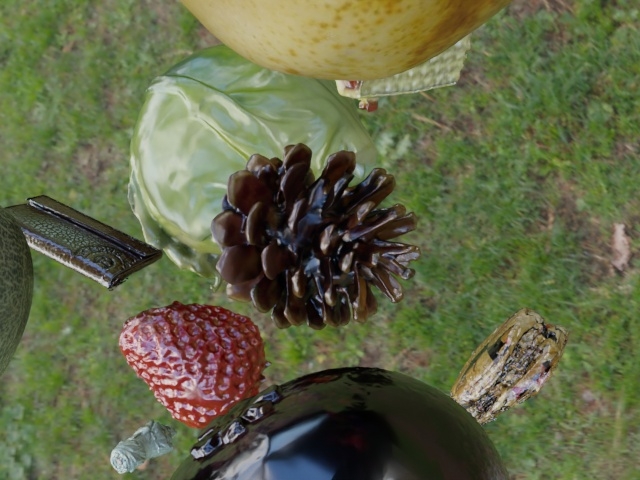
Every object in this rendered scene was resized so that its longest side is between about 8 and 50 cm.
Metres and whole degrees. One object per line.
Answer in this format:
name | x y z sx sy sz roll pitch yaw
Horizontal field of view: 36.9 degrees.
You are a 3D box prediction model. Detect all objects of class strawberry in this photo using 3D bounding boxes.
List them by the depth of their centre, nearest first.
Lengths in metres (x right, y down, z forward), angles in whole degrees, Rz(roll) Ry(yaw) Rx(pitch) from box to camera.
strawberry | -0.207 0.177 1.505 0.205 0.244 0.205 -27 46 32

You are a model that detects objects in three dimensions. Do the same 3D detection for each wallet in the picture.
wallet | -0.382 -0.006 1.504 0.243 0.133 0.039 25 118 19

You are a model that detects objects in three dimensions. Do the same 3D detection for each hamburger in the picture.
hamburger | 0.312 0.208 1.608 0.107 0.231 0.231 40 105 1

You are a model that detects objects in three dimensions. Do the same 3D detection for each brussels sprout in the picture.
brussels sprout | -0.149 -0.158 1.665 0.425 0.342 0.361 -37 90 9

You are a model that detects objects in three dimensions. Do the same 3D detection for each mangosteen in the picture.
mangosteen | 0.025 0.248 0.733 0.297 0.313 0.297 -33 33 25

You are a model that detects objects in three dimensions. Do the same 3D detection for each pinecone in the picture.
pinecone | 0.008 -0.004 1.228 0.264 0.264 0.264 -10 72 34

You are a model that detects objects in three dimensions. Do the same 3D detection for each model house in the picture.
model house | 0.119 -0.332 1.486 0.160 0.196 0.254 -144 49 -58

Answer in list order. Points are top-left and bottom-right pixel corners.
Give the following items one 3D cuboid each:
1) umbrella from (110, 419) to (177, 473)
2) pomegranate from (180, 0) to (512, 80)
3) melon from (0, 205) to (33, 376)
umbrella | -0.296 0.345 1.625 0.067 0.143 0.062 25 112 25
pomegranate | 0.010 -0.314 0.658 0.417 0.417 0.416 -10 72 34
melon | -0.419 0.078 0.904 0.248 0.248 0.329 29 77 38
